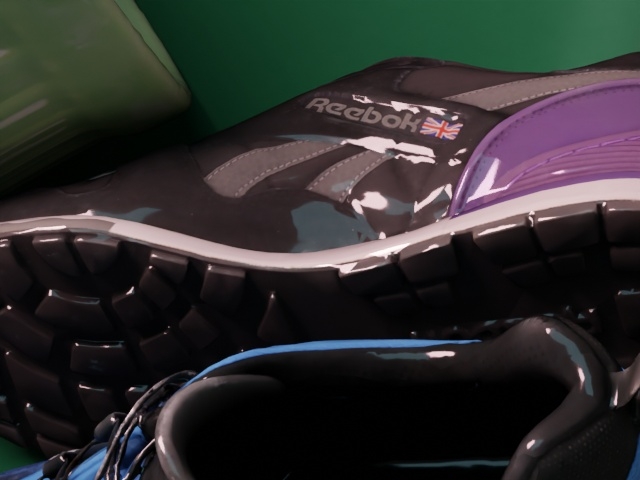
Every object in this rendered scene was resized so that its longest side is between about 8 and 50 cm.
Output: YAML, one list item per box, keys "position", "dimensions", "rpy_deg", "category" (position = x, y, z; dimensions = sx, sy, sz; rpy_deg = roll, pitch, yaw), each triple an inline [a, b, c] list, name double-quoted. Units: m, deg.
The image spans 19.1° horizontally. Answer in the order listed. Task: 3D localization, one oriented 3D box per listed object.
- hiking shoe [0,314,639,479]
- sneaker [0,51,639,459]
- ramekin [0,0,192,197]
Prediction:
- position: [-0.044, 0.081, 0.544]
  dimensions: [0.304, 0.132, 0.113]
  rpy_deg: [-14, 50, 9]
  category: "hiking shoe"
- position: [0.000, 0.000, 0.632]
  dimensions: [0.283, 0.107, 0.124]
  rpy_deg: [-3, 38, 12]
  category: "sneaker"
- position: [-0.189, -0.131, 0.659]
  dimensions: [0.148, 0.303, 0.303]
  rpy_deg: [-34, 50, 1]
  category: "ramekin"
